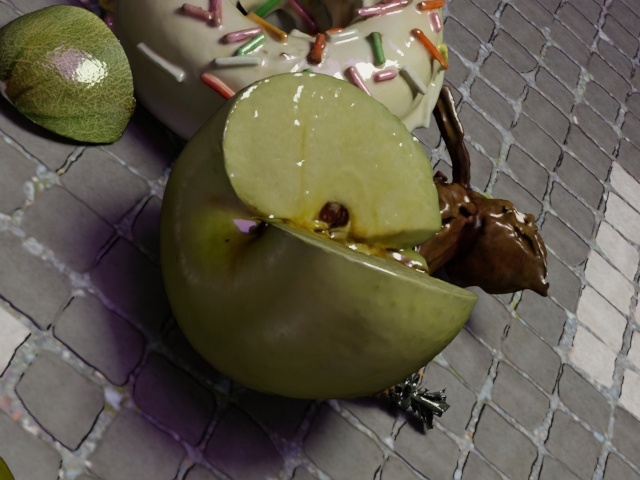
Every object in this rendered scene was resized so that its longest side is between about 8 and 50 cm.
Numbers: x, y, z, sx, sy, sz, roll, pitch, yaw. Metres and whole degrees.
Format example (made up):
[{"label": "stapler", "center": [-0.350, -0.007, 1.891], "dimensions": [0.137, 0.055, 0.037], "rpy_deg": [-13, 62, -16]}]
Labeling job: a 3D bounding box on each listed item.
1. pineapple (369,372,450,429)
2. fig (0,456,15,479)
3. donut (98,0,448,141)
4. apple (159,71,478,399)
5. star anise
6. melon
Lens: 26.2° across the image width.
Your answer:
[{"label": "pineapple", "center": [0.078, 0.149, 1.365], "dimensions": [0.124, 0.058, 0.058], "rpy_deg": [38, 36, -19]}, {"label": "fig", "center": [-0.304, 0.158, 0.951], "dimensions": [0.236, 0.124, 0.124], "rpy_deg": [36, 29, 28]}, {"label": "donut", "center": [-0.042, -0.240, 1.448], "dimensions": [0.383, 0.142, 0.382], "rpy_deg": [7, 54, -10]}, {"label": "apple", "center": [-0.012, 0.017, 1.249], "dimensions": [0.258, 0.233, 0.295], "rpy_deg": [15, 41, -50]}, {"label": "star anise", "center": [0.124, -0.058, 1.538], "dimensions": [0.237, 0.148, 0.346], "rpy_deg": [-14, 69, -58]}, {"label": "melon", "center": [-0.250, -0.167, 1.320], "dimensions": [0.160, 0.079, 0.128], "rpy_deg": [51, 34, 6]}]
